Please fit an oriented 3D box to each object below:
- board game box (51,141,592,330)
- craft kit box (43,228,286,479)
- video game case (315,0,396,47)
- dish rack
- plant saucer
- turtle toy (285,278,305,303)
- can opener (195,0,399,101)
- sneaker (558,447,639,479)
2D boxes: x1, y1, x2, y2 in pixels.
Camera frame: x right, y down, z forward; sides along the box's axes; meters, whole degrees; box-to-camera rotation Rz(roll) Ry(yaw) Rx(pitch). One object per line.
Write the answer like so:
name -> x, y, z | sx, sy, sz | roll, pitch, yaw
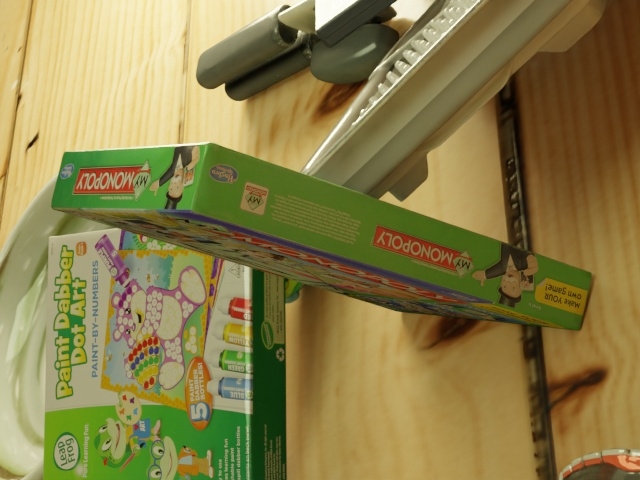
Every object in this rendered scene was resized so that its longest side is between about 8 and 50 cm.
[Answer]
board game box -> 0.000, 0.000, 0.954 | 0.213, 0.317, 0.046 | 4, 78, 57
craft kit box -> -0.142, 0.108, 1.227 | 0.246, 0.061, 0.250 | -8, 78, 37
video game case -> 0.075, -0.297, 1.220 | 0.196, 0.026, 0.274 | -33, 32, 22
dish rack -> 0.125, -0.158, 0.994 | 0.285, 0.072, 0.333 | -42, 7, 33
plant saucer -> -0.267, 0.102, 1.497 | 0.400, 0.100, 0.401 | -33, 45, 41
turtle toy -> -0.030, 0.003, 1.237 | 0.130, 0.066, 0.095 | -52, 58, 18
can opener -> -0.031, -0.187, 1.354 | 0.280, 0.074, 0.093 | -13, 61, 53
sneaker -> 0.201, 0.157, 0.804 | 0.158, 0.061, 0.065 | -18, 62, 51
